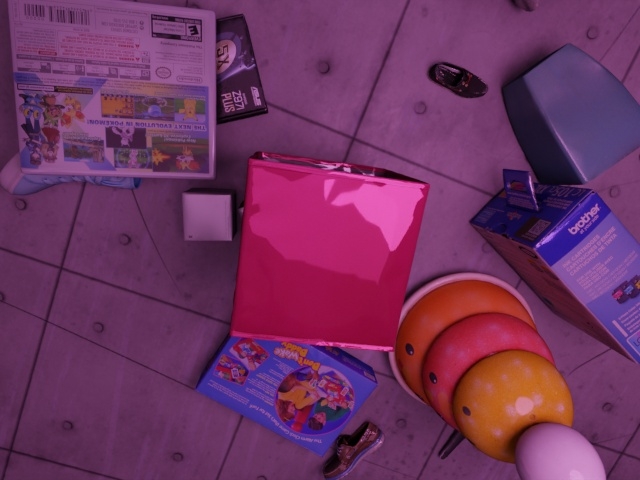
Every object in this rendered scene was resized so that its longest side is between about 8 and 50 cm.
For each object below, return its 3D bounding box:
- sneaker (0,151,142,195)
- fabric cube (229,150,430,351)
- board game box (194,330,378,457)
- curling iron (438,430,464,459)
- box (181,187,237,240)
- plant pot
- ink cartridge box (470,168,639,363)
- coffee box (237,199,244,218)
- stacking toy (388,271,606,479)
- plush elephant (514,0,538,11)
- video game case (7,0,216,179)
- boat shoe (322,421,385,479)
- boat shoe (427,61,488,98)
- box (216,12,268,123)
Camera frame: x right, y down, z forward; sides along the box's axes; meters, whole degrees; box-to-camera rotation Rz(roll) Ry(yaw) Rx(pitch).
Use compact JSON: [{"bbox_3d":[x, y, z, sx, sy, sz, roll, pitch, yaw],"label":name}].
[{"bbox_3d":[-0.439,-0.151,0.829,0.366,0.135,0.150,-26,100,4],"label":"sneaker"},{"bbox_3d":[0.000,0.000,0.706,0.255,0.259,0.257,6,104,-7],"label":"fabric cube"},{"bbox_3d":[-0.077,0.323,0.990,0.347,0.078,0.233,33,99,-10],"label":"board game box"},{"bbox_3d":[0.398,0.462,1.073,0.068,0.035,0.274,38,98,-11],"label":"curling iron"},{"bbox_3d":[-0.230,-0.056,0.886,0.102,0.087,0.101,1,103,-3],"label":"box"},{"bbox_3d":[0.492,-0.253,0.851,0.166,0.165,0.234,-37,95,5],"label":"plant pot"},{"bbox_3d":[0.489,0.026,0.855,0.395,0.270,0.151,42,96,-12],"label":"ink cartridge box"},{"bbox_3d":[-0.031,0.019,0.900,0.168,0.119,0.297,-24,103,2],"label":"coffee box"},{"bbox_3d":[0.343,0.284,0.800,0.351,0.480,0.350,-1,103,-3],"label":"stacking toy"},{"bbox_3d":[0.430,-0.571,0.722,0.330,0.272,0.255,5,90,24],"label":"plush elephant"},{"bbox_3d":[-0.354,-0.263,0.749,0.330,0.036,0.299,0,100,-12],"label":"video game case"},{"bbox_3d":[0.071,0.522,1.058,0.183,0.066,0.066,-39,98,-4],"label":"boat shoe"},{"bbox_3d":[0.291,-0.331,0.877,0.133,0.042,0.048,18,99,-9],"label":"boat shoe"},{"bbox_3d":[-0.195,-0.326,0.830,0.148,0.077,0.180,-12,104,-1],"label":"box"}]
